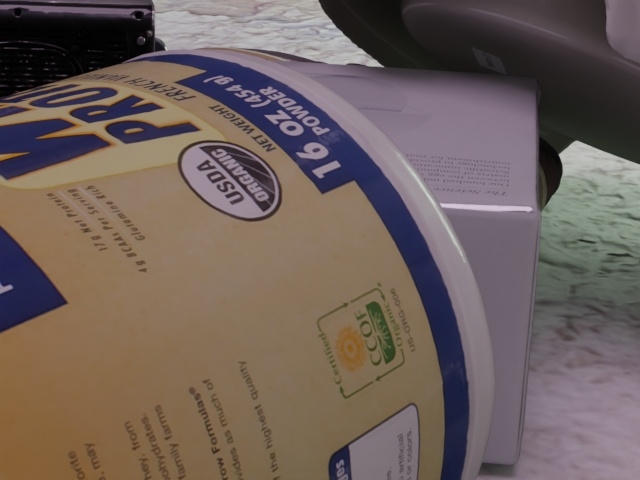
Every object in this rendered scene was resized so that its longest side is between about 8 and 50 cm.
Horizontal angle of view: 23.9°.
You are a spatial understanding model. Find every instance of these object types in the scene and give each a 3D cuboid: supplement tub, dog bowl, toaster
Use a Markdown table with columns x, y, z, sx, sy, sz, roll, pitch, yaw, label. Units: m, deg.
| x | y | z | sx | sy | sz | roll | pitch | yaw | label |
| --- | --- | --- | --- | --- | --- | --- | --- | --- | --- |
| -0.115 | 0.074 | 0.493 | 0.228 | 0.228 | 0.316 | 17 | 27 | 34 | supplement tub |
| 0.175 | -0.120 | 0.924 | 0.349 | 0.102 | 0.349 | 25 | -4 | 2 | dog bowl |
| -0.187 | -0.072 | 0.932 | 0.186 | 0.168 | 0.110 | 0 | 19 | -6 | toaster |

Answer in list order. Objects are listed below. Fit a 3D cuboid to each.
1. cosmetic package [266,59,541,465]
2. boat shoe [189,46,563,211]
| x | y | z | sx | sy | sz | roll | pitch | yaw | label |
| --- | --- | --- | --- | --- | --- | --- | --- | --- | --- |
| 0.000 | 0.000 | 0.798 | 0.224 | 0.138 | 0.224 | 4 | 21 | 7 | cosmetic package |
| 0.028 | -0.068 | 1.028 | 0.285 | 0.103 | 0.092 | 17 | 21 | 25 | boat shoe |
